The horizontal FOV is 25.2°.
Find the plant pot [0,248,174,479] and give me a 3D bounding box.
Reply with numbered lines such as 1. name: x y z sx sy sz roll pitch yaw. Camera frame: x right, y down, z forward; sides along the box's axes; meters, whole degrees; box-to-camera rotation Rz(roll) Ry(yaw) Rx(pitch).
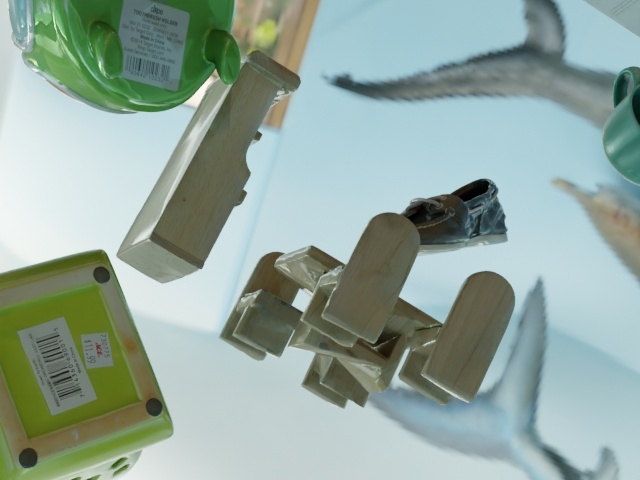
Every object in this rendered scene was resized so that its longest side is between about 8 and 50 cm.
1. plant pot: -0.283 0.140 1.353 0.227 0.207 0.228 -16 -100 -38

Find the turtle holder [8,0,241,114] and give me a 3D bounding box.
1. turtle holder: -0.230 -0.296 1.532 0.243 0.320 0.227 -29 -157 -38

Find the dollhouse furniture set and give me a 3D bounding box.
1. dollhouse furniture set: 0.000 0.000 1.707 0.394 0.256 0.362 31 162 -15

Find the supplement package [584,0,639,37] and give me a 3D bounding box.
1. supplement package: 0.339 -0.274 1.429 0.179 0.105 0.105 26 -134 -28

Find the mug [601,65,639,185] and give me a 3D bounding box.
1. mug: 0.447 -0.145 1.935 0.129 0.097 0.157 23 -131 -11

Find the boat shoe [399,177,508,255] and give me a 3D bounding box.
1. boat shoe: 0.162 -0.032 1.910 0.112 0.095 0.335 -7 180 26
